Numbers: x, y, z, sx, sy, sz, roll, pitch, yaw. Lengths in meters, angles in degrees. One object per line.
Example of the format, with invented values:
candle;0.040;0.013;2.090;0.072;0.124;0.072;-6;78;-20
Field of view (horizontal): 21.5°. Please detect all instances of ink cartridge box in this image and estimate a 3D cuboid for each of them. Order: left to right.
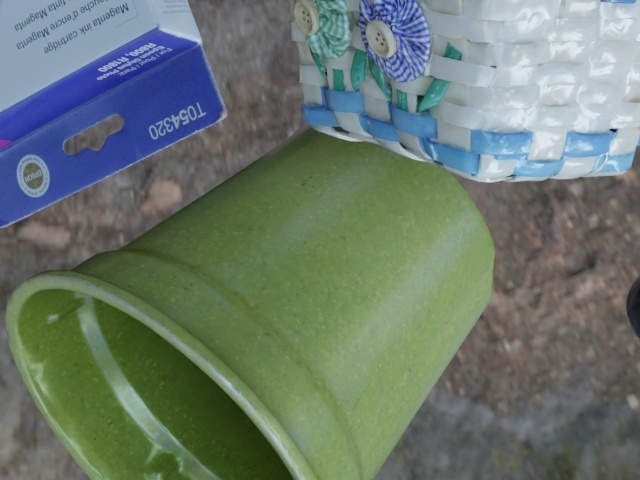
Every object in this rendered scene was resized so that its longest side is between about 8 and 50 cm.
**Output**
ink cartridge box;-0.277;-0.212;1.613;0.324;0.071;0.330;-24;84;34

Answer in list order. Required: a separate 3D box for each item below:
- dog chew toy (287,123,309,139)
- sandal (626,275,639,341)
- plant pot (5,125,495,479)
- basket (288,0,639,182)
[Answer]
dog chew toy;0.000;0.000;1.779;0.206;0.332;0.207;19;131;24
sandal;0.290;0.032;1.233;0.097;0.254;0.054;44;124;0
plant pot;-0.023;0.058;1.128;0.254;0.276;0.276;-44;132;-31
basket;0.096;-0.186;0.958;0.201;0.254;0.289;0;103;-34
